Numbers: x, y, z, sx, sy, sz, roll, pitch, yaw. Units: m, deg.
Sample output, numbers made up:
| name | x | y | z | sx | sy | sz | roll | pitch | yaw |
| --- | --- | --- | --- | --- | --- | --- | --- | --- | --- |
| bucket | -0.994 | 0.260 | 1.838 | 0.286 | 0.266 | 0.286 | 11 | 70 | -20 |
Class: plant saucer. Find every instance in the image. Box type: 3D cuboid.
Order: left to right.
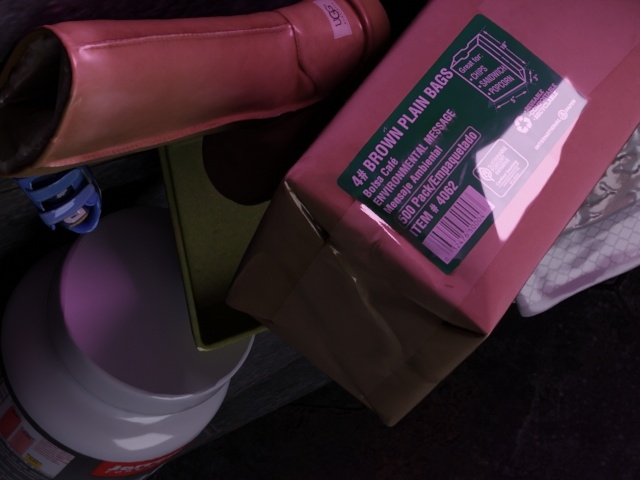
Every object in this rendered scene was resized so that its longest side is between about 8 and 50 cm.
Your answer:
| name | x | y | z | sx | sy | sz | roll | pitch | yaw |
| --- | --- | --- | --- | --- | --- | --- | --- | --- | --- |
| plant saucer | -0.051 | -0.026 | 1.312 | 0.188 | 0.188 | 0.045 | -18 | -164 | -34 |

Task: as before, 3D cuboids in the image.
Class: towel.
| name | x | y | z | sx | sy | sz | roll | pitch | yaw |
| --- | --- | --- | --- | --- | --- | --- | --- | --- | --- |
| towel | 0.307 | -0.089 | 1.639 | 0.331 | 0.053 | 0.317 | -24 | 133 | 2 |

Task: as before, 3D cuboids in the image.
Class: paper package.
| name | x | y | z | sx | sy | sz | roll | pitch | yaw |
| --- | --- | --- | --- | --- | --- | --- | --- | --- | --- |
| paper package | 0.103 | -0.062 | 1.158 | 0.325 | 0.168 | 0.309 | -51 | 176 | -21 |

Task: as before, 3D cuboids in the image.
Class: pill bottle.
| name | x | y | z | sx | sy | sz | roll | pitch | yaw |
| --- | --- | --- | --- | --- | --- | --- | --- | --- | --- |
| pill bottle | -0.203 | 0.119 | 1.454 | 0.210 | 0.210 | 0.363 | -20 | 167 | -31 |

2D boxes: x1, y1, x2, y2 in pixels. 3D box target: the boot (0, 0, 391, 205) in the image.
| name | x | y | z | sx | sy | sz | roll | pitch | yaw |
| --- | --- | --- | --- | --- | --- | --- | --- | --- | --- |
| boot | -0.108 | -0.085 | 1.097 | 0.269 | 0.089 | 0.236 | -17 | 154 | -40 |

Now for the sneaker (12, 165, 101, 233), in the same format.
| name | x | y | z | sx | sy | sz | roll | pitch | yaw |
| --- | --- | --- | --- | --- | --- | --- | --- | --- | --- |
| sneaker | -0.188 | -0.043 | 1.148 | 0.053 | 0.059 | 0.144 | -25 | 168 | 3 |
